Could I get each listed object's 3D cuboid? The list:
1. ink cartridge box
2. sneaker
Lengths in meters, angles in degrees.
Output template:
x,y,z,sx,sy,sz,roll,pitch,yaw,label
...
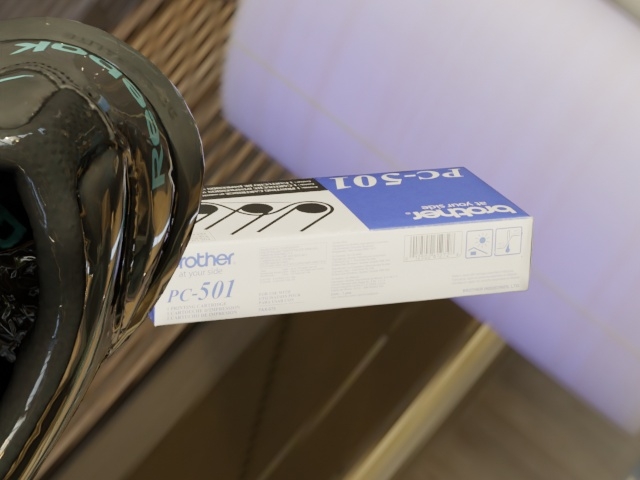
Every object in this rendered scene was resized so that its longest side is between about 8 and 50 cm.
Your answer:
x,y,z,sx,sy,sz,roll,pitch,yaw,label
0.000,0.000,0.964,0.207,0.097,0.046,-5,-70,-18,ink cartridge box
-0.130,0.060,0.381,0.267,0.101,0.106,-52,9,4,sneaker
